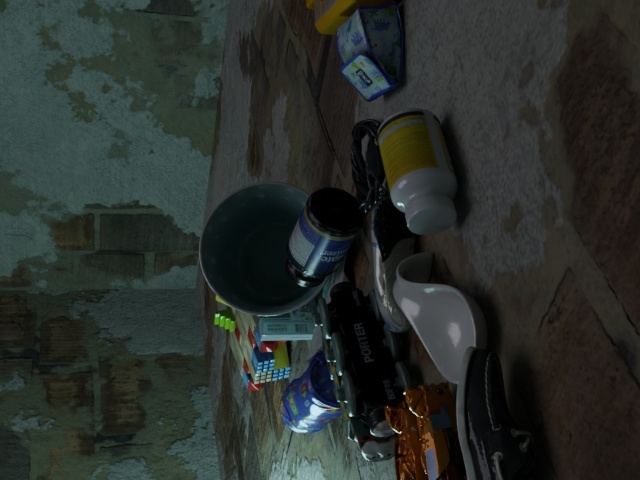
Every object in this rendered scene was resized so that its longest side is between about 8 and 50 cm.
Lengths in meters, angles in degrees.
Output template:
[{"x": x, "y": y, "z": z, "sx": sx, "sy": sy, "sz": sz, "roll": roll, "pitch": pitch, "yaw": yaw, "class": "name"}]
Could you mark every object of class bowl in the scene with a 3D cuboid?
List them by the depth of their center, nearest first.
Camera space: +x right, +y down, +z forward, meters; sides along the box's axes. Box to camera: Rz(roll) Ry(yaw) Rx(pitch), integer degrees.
[{"x": -0.113, "y": 0.032, "z": 2.002, "sx": 0.163, "sy": 0.312, "sz": 0.311, "roll": 69, "pitch": -163, "yaw": -77, "class": "bowl"}]

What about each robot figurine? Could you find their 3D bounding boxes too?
[{"x": 0.167, "y": 0.372, "z": 1.284, "sx": 0.211, "sy": 0.085, "sz": 0.291, "roll": 117, "pitch": 150, "yaw": -61, "class": "robot figurine"}]

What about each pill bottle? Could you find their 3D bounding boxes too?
[{"x": 0.151, "y": -0.104, "z": 1.314, "sx": 0.103, "sy": 0.103, "sz": 0.184, "roll": 111, "pitch": 155, "yaw": -53, "class": "pill bottle"}, {"x": 0.000, "y": 0.000, "z": 1.797, "sx": 0.219, "sy": 0.123, "sz": 0.122, "roll": 117, "pitch": 150, "yaw": -48, "class": "pill bottle"}]

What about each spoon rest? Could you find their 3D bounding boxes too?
[{"x": 0.171, "y": 0.104, "z": 1.279, "sx": 0.276, "sy": 0.084, "sz": 0.137, "roll": -117, "pitch": 31, "yaw": -61, "class": "spoon rest"}]

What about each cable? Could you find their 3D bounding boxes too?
[{"x": 0.093, "y": -0.145, "z": 1.659, "sx": 0.150, "sy": 0.047, "sz": 0.184, "roll": 111, "pitch": 153, "yaw": -64, "class": "cable"}]

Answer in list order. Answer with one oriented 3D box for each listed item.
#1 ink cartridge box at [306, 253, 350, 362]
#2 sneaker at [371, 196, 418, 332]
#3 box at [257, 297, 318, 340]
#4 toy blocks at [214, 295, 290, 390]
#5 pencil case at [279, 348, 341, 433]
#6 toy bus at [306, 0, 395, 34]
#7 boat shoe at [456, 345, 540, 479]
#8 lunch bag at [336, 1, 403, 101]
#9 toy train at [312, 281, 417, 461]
[{"x": 0.039, "y": 0.140, "z": 1.864, "sx": 0.189, "sy": 0.066, "sz": 0.232, "roll": 124, "pitch": 165, "yaw": -63, "class": "ink cartridge box"}, {"x": 0.121, "y": 0.041, "z": 1.458, "sx": 0.086, "sy": 0.085, "sz": 0.237, "roll": 132, "pitch": 137, "yaw": -61, "class": "sneaker"}, {"x": -0.083, "y": 0.151, "z": 2.091, "sx": 0.038, "sy": 0.145, "sz": 0.186, "roll": 116, "pitch": 150, "yaw": -57, "class": "box"}, {"x": -0.167, "y": 0.276, "z": 2.397, "sx": 0.381, "sy": 0.191, "sz": 0.261, "roll": 102, "pitch": 151, "yaw": -45, "class": "toy blocks"}, {"x": -0.004, "y": 0.324, "z": 1.841, "sx": 0.133, "sy": 0.119, "sz": 0.306, "roll": 65, "pitch": 157, "yaw": 17, "class": "pencil case"}, {"x": 0.062, "y": -0.482, "z": 1.644, "sx": 0.333, "sy": 0.108, "sz": 0.130, "roll": 168, "pitch": 100, "yaw": -74, "class": "toy bus"}, {"x": 0.227, "y": 0.281, "z": 1.065, "sx": 0.114, "sy": 0.091, "sz": 0.302, "roll": 12, "pitch": -108, "yaw": -60, "class": "boat shoe"}, {"x": 0.094, "y": -0.337, "z": 1.566, "sx": 0.129, "sy": 0.096, "sz": 0.151, "roll": 166, "pitch": 89, "yaw": -72, "class": "lunch bag"}, {"x": 0.077, "y": 0.232, "z": 1.552, "sx": 0.334, "sy": 0.142, "sz": 0.190, "roll": -109, "pitch": 12, "yaw": -45, "class": "toy train"}]
